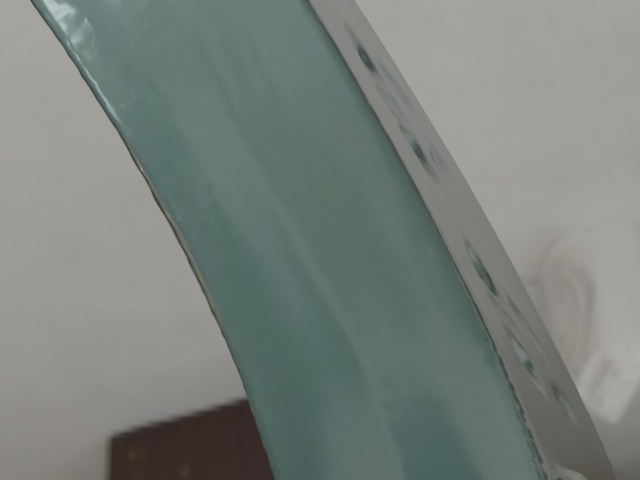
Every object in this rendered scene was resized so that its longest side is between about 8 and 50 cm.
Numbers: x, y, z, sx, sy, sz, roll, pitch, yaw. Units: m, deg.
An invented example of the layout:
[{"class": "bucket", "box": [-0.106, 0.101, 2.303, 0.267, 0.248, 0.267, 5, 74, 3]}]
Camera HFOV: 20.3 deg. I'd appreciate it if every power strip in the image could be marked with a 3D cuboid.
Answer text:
[{"class": "power strip", "box": [0.000, 0.000, 0.358, 0.054, 0.253, 0.167, -33, 165, 12]}]
